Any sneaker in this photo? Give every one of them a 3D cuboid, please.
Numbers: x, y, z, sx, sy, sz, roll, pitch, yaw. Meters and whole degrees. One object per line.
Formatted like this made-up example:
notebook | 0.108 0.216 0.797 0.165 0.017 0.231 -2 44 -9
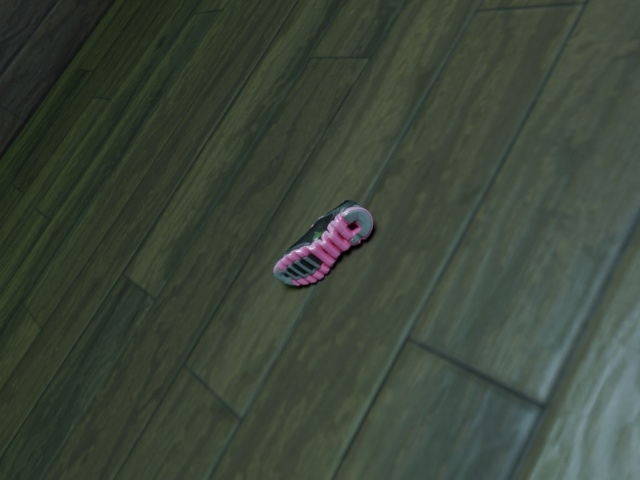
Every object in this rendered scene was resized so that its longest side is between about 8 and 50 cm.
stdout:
sneaker | 0.000 0.000 0.511 0.119 0.047 0.057 -36 30 10
